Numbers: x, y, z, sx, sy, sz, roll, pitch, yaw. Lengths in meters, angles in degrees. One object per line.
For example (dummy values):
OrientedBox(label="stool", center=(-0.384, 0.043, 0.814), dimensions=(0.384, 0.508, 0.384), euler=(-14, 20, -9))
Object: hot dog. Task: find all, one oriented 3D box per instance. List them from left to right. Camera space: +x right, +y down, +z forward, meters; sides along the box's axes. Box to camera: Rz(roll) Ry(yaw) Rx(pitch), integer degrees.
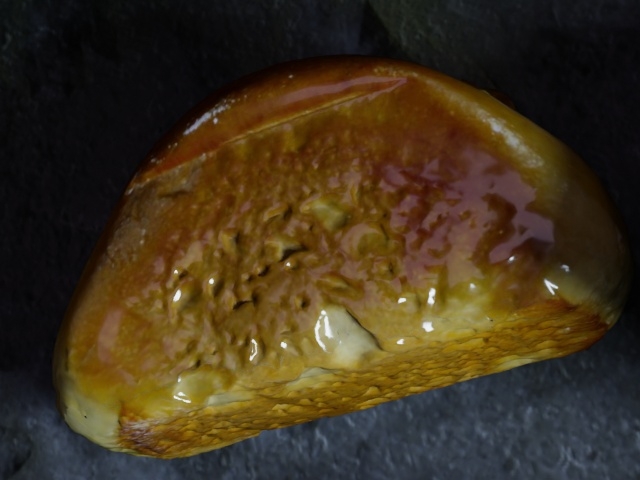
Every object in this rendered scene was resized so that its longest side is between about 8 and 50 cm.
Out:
OrientedBox(label="hot dog", center=(0.001, 0.001, 1.123), dimensions=(0.405, 0.185, 0.223), euler=(-17, 74, 12))
